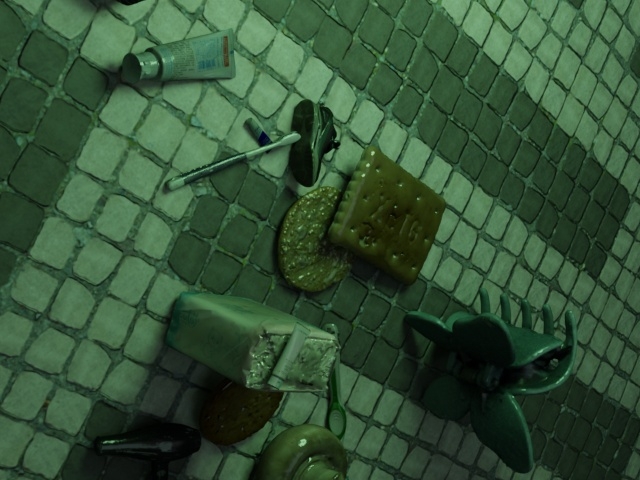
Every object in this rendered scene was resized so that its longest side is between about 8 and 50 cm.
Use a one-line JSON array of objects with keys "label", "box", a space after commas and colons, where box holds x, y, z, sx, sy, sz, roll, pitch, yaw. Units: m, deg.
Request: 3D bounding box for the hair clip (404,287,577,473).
[{"label": "hair clip", "box": [0.383, 0.254, 2.293, 0.238, 0.318, 0.392, -31, 117, -32]}]

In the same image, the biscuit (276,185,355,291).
[{"label": "biscuit", "box": [-0.001, 0.000, 2.086, 0.220, 0.033, 0.219, -13, 110, -37]}]

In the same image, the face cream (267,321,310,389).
[{"label": "face cream", "box": [-0.053, 0.191, 1.734, 0.038, 0.020, 0.115, 36, 75, -39]}]

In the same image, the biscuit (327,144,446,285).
[{"label": "biscuit", "box": [0.148, -0.044, 2.168, 0.325, 0.044, 0.217, 32, 81, -50]}]

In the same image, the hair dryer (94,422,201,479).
[{"label": "hair dryer", "box": [-0.323, 0.438, 1.910, 0.196, 0.075, 0.219, 1, 108, -31]}]

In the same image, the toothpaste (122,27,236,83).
[{"label": "toothpaste", "box": [-0.231, -0.310, 1.801, 0.234, 0.057, 0.089, -18, 114, -43]}]

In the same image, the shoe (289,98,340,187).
[{"label": "shoe", "box": [-0.001, -0.187, 2.017, 0.099, 0.071, 0.169, -5, 100, -43]}]

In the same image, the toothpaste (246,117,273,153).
[{"label": "toothpaste", "box": [-0.112, -0.197, 1.954, 0.024, 0.015, 0.083, -47, 132, -13]}]

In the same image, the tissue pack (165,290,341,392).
[{"label": "tissue pack", "box": [-0.125, 0.180, 1.865, 0.202, 0.271, 0.124, 8, 98, -41]}]

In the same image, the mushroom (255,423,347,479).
[{"label": "mushroom", "box": [-0.019, 0.474, 2.079, 0.204, 0.204, 0.204, -11, 108, -38]}]

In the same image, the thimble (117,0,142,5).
[{"label": "thimble", "box": [-0.297, -0.428, 1.675, 0.066, 0.104, 0.095, -41, 128, -35]}]

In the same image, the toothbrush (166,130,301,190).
[{"label": "toothbrush", "box": [-0.158, -0.149, 1.914, 0.288, 0.026, 0.024, -25, 112, -29]}]

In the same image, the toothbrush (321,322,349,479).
[{"label": "toothbrush", "box": [0.034, 0.369, 2.201, 0.040, 0.042, 0.417, -61, 147, -68]}]

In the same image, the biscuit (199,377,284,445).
[{"label": "biscuit", "box": [-0.152, 0.315, 2.007, 0.188, 0.027, 0.187, -25, 137, -26]}]
